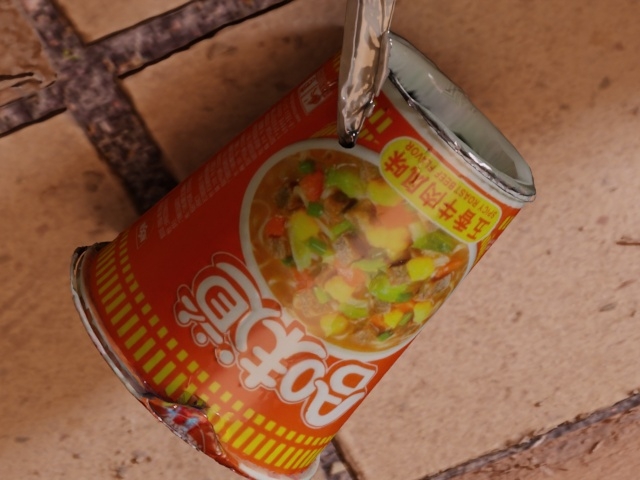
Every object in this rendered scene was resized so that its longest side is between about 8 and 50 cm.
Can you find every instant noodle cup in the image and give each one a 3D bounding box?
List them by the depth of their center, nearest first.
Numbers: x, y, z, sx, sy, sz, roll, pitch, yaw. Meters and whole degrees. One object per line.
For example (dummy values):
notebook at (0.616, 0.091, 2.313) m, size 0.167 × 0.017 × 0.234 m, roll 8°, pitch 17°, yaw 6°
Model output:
instant noodle cup at (0.000, 0.000, 0.917) m, size 0.212 × 0.193 × 0.193 m, roll -45°, pitch 129°, yaw 17°

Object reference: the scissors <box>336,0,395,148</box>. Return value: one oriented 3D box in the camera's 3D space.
scissors at (0.034, -0.183, 0.776) m, size 0.109 × 0.022 × 0.300 m, roll 2°, pitch 112°, yaw -19°
